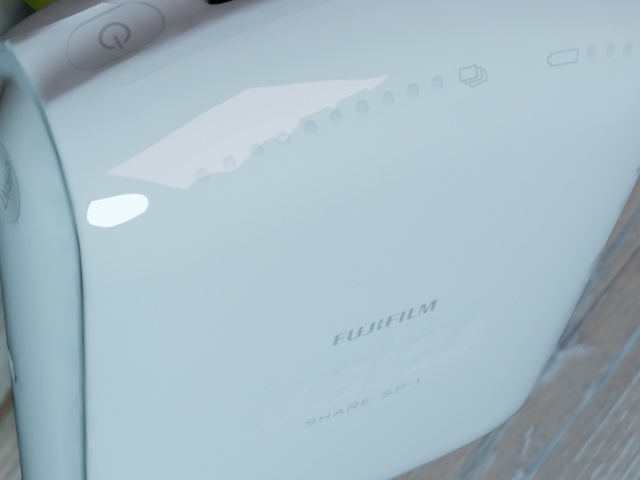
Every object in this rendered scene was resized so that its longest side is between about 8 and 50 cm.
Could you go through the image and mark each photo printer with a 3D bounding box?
[{"bbox_3d":[0.000,0.000,0.519,0.256,0.107,0.308,-18,147,-23],"label":"photo printer"}]

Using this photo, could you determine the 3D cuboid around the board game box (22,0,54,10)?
[{"bbox_3d":[-0.022,-0.116,0.538,0.181,0.092,0.043,-11,118,-30],"label":"board game box"}]
